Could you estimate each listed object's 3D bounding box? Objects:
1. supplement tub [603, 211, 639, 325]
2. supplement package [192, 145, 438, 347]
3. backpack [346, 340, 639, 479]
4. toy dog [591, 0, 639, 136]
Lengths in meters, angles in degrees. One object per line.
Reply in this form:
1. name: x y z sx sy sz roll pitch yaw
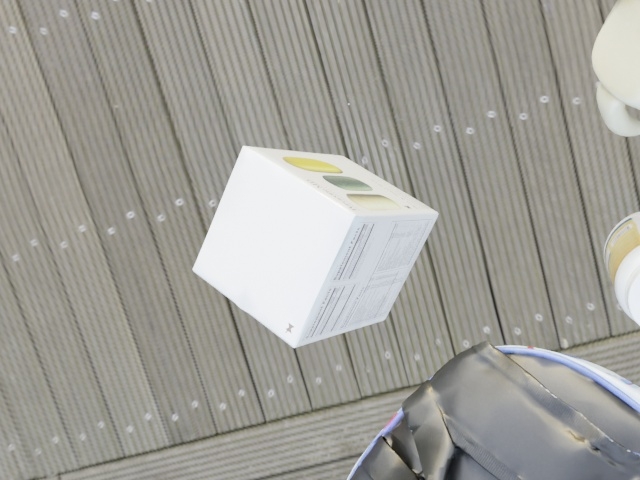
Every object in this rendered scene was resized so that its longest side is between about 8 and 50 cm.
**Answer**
1. supplement tub: 0.515 0.048 1.099 0.144 0.200 0.144 5 111 13
2. supplement package: 0.000 0.000 1.045 0.199 0.262 0.198 34 109 26
3. backpack: 0.149 0.195 0.434 0.276 0.213 0.263 -47 70 5
4. toy dog: 0.607 -0.298 0.974 0.407 0.285 0.396 -6 127 -16
